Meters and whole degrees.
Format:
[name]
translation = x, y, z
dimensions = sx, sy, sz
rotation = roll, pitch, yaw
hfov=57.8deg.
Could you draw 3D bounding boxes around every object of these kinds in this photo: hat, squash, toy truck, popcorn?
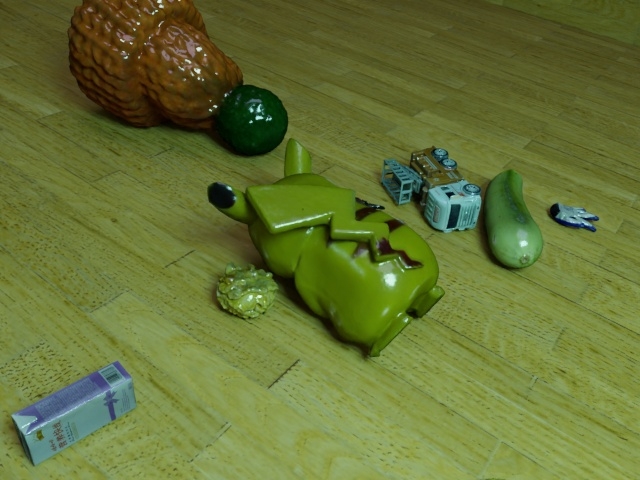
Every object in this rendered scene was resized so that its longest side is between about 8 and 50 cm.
[hat]
translation = -0.264, -0.288, 1.077
dimensions = 0.400, 0.285, 0.285
rotation = 41, 46, 16
[squash]
translation = 0.323, -0.039, 0.990
dimensions = 0.083, 0.083, 0.250
rotation = 11, 34, 3
[toy truck]
translation = 0.196, -0.088, 1.022
dimensions = 0.115, 0.080, 0.178
rotation = -11, 40, -16
[popcorn]
translation = -0.098, 0.066, 0.781
dimensions = 0.082, 0.057, 0.083
rotation = 8, 35, -3

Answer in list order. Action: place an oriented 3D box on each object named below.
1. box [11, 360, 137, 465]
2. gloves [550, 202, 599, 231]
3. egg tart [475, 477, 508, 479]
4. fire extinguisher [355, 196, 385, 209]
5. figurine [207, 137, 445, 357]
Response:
[box]
translation = -0.254, 0.179, 0.607
dimensions = 0.117, 0.051, 0.036
rotation = -28, 43, -37
[gloves]
translation = 0.467, -0.042, 1.062
dimensions = 0.086, 0.026, 0.064
rotation = 9, 39, -8
[egg tart]
translation = 0.190, 0.280, 0.578
dimensions = 0.105, 0.039, 0.105
rotation = 7, 38, -6
[fire extinguisher]
translation = 0.025, -0.042, 0.956
dimensions = 0.157, 0.045, 0.078
rotation = -25, 39, -35
[figurine]
translation = 0.006, 0.004, 0.782
dimensions = 0.326, 0.169, 0.218
rotation = 33, 34, 24
